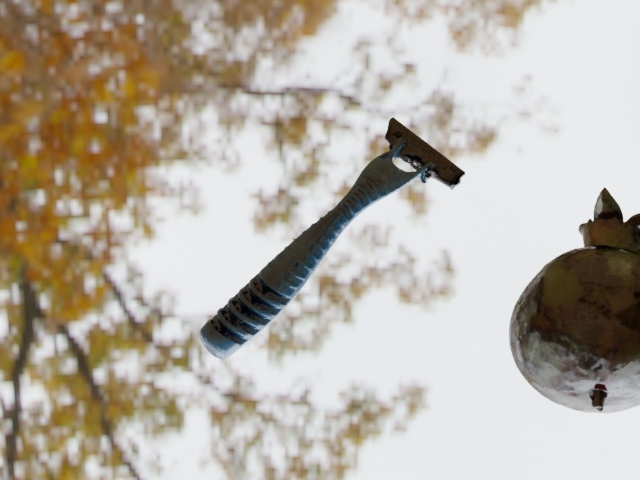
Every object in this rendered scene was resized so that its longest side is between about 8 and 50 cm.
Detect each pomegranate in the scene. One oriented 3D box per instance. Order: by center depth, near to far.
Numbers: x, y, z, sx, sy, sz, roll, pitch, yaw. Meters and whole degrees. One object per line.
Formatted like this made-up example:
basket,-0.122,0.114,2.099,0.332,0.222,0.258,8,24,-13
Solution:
pomegranate,0.230,0.056,1.554,0.148,0.148,0.169,24,-115,22

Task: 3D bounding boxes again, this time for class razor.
razor,0.000,0.000,1.564,0.253,0.042,0.082,-43,-113,-15
